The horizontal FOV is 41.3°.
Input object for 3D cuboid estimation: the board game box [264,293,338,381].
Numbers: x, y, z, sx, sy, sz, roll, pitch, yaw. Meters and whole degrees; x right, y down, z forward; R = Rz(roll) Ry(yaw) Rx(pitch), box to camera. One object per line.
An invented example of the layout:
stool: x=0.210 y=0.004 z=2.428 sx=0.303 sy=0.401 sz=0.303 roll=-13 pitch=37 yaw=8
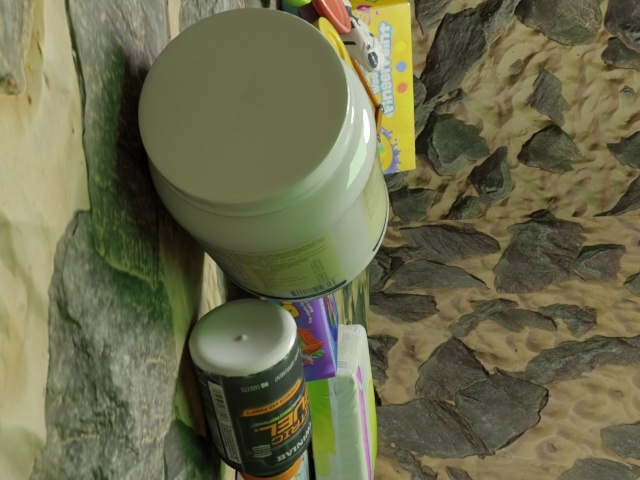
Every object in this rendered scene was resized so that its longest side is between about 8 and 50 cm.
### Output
board game box: x=-0.045 y=0.005 z=1.268 sx=0.233 sy=0.078 sz=0.347 roll=-85 pitch=163 yaw=-74

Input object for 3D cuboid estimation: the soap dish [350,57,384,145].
soap dish: x=0.050 y=-0.309 z=1.900 sx=0.229 sy=0.118 sz=0.291 roll=60 pitch=17 yaw=-21

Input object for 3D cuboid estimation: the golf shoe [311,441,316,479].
golf shoe: x=-0.043 y=0.385 z=1.607 sx=0.086 sy=0.067 sz=0.186 roll=154 pitch=-63 yaw=-68

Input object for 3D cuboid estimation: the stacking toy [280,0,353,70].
stacking toy: x=-0.061 y=-0.435 z=1.585 sx=0.279 sy=0.130 sz=0.309 roll=53 pitch=23 yaw=-30

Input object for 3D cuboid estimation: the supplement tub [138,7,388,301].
supplement tub: x=-0.050 y=-0.078 z=0.923 sx=0.325 sy=0.235 sz=0.236 roll=67 pitch=24 yaw=-71

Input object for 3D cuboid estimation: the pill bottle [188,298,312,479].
pill bottle: x=-0.079 y=0.201 z=1.055 sx=0.130 sy=0.130 sz=0.246 roll=-82 pitch=168 yaw=-50

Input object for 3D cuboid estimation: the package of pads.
package of pads: x=0.043 y=0.324 z=1.548 sx=0.229 sy=0.101 sz=0.297 roll=-67 pitch=153 yaw=-72

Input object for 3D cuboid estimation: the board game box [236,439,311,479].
board game box: x=-0.068 y=0.351 z=1.359 sx=0.319 sy=0.065 sz=0.318 roll=63 pitch=27 yaw=-73

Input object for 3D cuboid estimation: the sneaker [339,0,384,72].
sneaker: x=0.024 y=-0.409 z=1.781 sx=0.235 sy=0.153 sz=0.094 roll=57 pitch=24 yaw=16

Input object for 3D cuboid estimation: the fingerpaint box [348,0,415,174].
fingerpaint box: x=0.121 y=-0.447 z=2.197 sx=0.371 sy=0.163 sz=0.445 roll=-109 pitch=-170 yaw=-56
